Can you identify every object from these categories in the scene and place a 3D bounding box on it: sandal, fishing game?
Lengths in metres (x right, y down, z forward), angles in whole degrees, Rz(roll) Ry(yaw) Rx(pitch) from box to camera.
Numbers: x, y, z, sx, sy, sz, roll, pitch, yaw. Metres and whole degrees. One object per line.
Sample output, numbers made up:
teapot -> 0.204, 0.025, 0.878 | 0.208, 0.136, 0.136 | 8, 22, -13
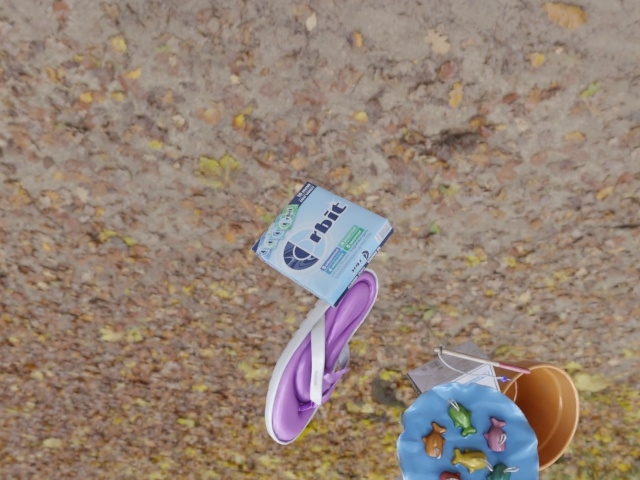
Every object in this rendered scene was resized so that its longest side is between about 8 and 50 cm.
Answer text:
sandal -> 0.015, 0.236, 1.261 | 0.102, 0.416, 0.169 | 17, 166, 45
fishing game -> 0.190, 0.266, 0.774 | 0.189, 0.264, 0.041 | 13, 152, 7

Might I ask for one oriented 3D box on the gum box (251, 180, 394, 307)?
gum box -> 0.000, 0.000, 0.978 | 0.184, 0.157, 0.041 | 30, 166, 39

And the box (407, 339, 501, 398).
box -> 0.319, 0.384, 1.326 | 0.169, 0.087, 0.290 | -25, 116, -6

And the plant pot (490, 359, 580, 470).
plant pot -> 0.522, 0.448, 1.641 | 0.290, 0.291, 0.203 | 24, 177, -23

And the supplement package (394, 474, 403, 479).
supplement package -> 0.279, 0.562, 1.219 | 0.203, 0.149, 0.194 | -33, 102, 23
